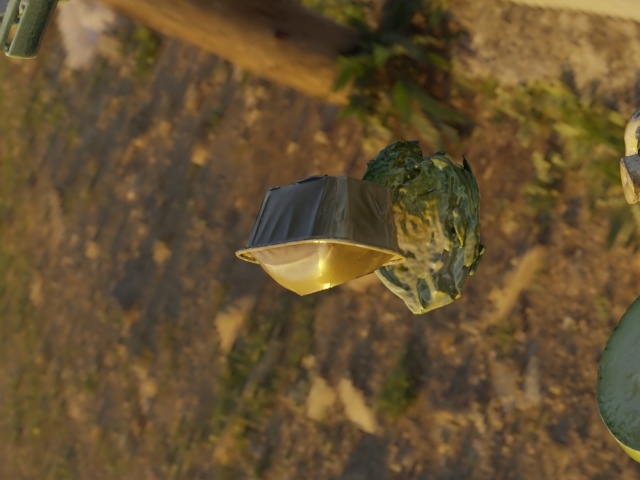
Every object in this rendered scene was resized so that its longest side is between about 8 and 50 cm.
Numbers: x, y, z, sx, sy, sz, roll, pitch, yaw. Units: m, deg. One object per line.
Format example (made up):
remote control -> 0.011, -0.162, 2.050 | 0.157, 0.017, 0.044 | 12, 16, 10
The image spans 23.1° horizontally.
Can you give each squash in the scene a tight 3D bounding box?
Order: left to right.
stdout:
squash -> 0.400, 0.126, 1.642 | 0.252, 0.049, 0.252 | -27, 38, 24

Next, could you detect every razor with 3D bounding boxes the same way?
razor -> -0.306, -0.239, 1.231 | 0.106, 0.232, 0.068 | -66, -12, 15

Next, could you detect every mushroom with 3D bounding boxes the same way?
mushroom -> 0.416, -0.087, 1.859 | 0.166, 0.127, 0.166 | 171, 90, -86

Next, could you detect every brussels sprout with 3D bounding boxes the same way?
brussels sprout -> 0.106, -0.017, 1.652 | 0.100, 0.139, 0.181 | -23, -77, -78

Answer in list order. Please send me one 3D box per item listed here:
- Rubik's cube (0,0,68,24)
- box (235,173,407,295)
Rubik's cube -> -0.419, -0.324, 1.544 | 0.256, 0.259, 0.253 | 20, 129, 66
box -> 0.000, 0.000, 1.441 | 0.177, 0.111, 0.111 | -12, 57, 56
